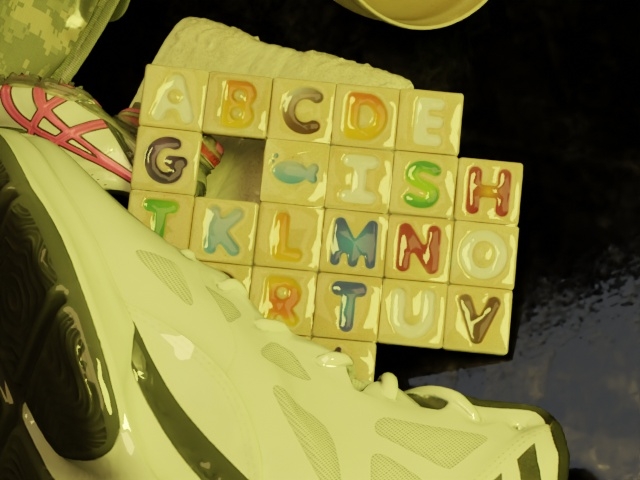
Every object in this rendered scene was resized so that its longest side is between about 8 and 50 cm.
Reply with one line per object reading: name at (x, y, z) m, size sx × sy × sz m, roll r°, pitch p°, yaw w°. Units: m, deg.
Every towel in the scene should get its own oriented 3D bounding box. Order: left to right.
towel at (-0.069, -0.004, 1.127) m, size 0.187 × 0.049 × 0.282 m, roll 19°, pitch 74°, yaw 26°

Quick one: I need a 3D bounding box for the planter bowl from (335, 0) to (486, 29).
planter bowl at (0.036, -0.220, 1.132) m, size 0.109 × 0.162 × 0.162 m, roll 14°, pitch 71°, yaw 54°

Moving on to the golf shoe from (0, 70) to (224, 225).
golf shoe at (-0.157, -0.053, 1.116) m, size 0.186 × 0.067 × 0.086 m, roll 17°, pitch 75°, yaw 27°

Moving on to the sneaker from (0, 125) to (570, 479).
sneaker at (-0.033, 0.103, 0.975) m, size 0.447 × 0.257 × 0.169 m, roll 55°, pitch 137°, yaw 30°

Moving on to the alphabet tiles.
alphabet tiles at (0.000, 0.000, 1.056) m, size 0.237 × 0.009 × 0.198 m, roll 5°, pitch 80°, yaw 2°

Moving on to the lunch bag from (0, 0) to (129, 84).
lunch bag at (-0.259, -0.213, 1.228) m, size 0.235 × 0.169 × 0.287 m, roll 40°, pitch 90°, yaw 31°
